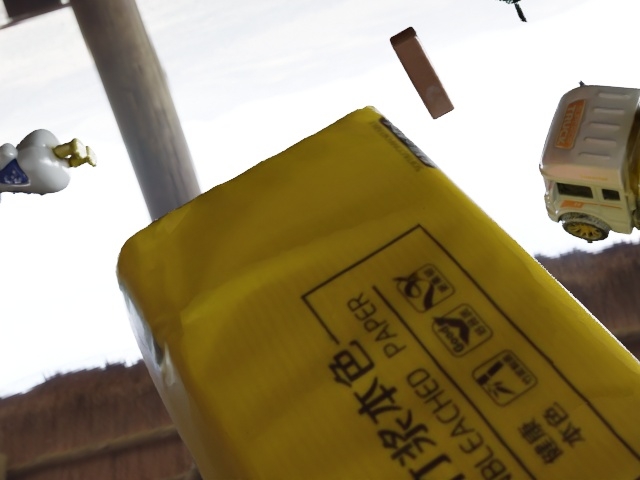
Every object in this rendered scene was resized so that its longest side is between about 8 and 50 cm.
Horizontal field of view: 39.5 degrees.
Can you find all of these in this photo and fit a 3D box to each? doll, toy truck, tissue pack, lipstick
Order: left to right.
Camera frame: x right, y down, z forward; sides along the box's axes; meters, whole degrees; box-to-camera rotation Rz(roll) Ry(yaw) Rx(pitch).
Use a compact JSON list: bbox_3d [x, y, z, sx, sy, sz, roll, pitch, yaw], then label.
[{"bbox_3d":[-0.494,-0.100,1.383,0.293,0.119,0.138,-12,158,10],"label":"doll"},{"bbox_3d":[0.160,-0.260,1.390,0.045,0.145,0.045,-29,-146,11],"label":"lipstick"},{"bbox_3d":[0.073,0.158,0.523,0.228,0.293,0.382,-31,-126,-12],"label":"tissue pack"},{"bbox_3d":[0.268,-0.052,0.622,0.226,0.114,0.098,10,-111,31],"label":"toy truck"}]

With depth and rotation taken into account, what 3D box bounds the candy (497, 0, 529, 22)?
[{"bbox_3d":[0.346,-0.438,1.600,0.097,0.097,0.323,-14,172,18],"label":"candy"}]
